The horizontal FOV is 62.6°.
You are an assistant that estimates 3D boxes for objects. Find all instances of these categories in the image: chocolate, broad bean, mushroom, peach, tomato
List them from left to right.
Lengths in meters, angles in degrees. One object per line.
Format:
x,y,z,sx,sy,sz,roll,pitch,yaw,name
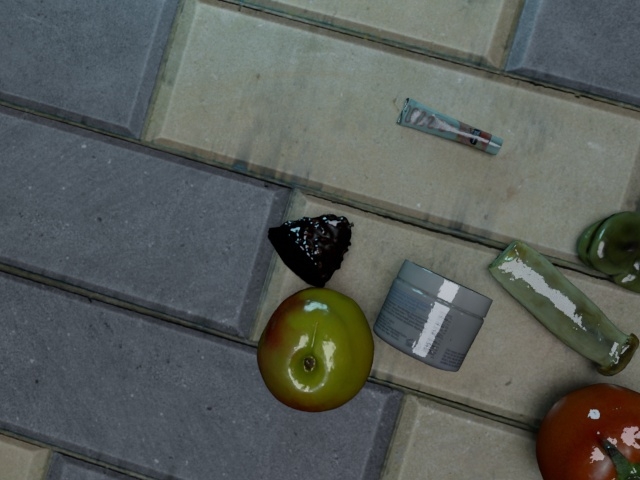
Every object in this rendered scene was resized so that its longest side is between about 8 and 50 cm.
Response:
-0.009,0.196,0.965,0.231,0.231,0.230,0,90,3,peach
0.000,0.000,1.022,0.133,0.156,0.156,-40,88,-22,chocolate
0.464,0.130,1.008,0.312,0.081,0.100,42,89,7,mushroom
0.518,0.380,0.928,0.256,0.224,0.255,0,94,5,tomato
0.602,0.022,1.010,0.207,0.072,0.153,11,93,-8,broad bean

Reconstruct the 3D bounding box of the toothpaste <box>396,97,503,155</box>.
0.257,-0.221,1.042,0.205,0.036,0.056,23,93,7,toothpaste

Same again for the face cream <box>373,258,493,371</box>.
0.204,0.138,0.971,0.178,0.177,0.152,24,94,3,face cream
